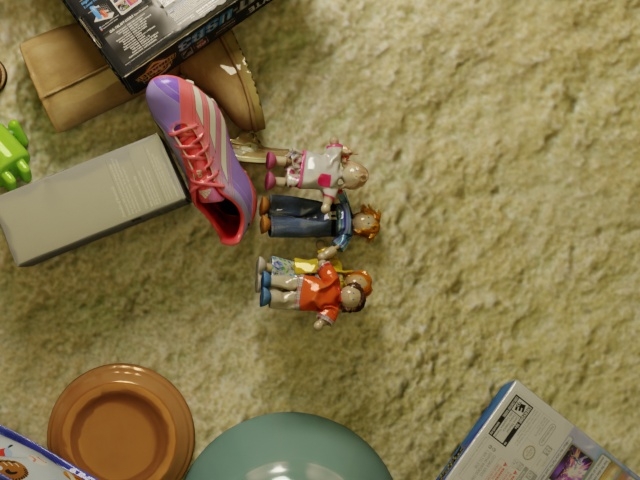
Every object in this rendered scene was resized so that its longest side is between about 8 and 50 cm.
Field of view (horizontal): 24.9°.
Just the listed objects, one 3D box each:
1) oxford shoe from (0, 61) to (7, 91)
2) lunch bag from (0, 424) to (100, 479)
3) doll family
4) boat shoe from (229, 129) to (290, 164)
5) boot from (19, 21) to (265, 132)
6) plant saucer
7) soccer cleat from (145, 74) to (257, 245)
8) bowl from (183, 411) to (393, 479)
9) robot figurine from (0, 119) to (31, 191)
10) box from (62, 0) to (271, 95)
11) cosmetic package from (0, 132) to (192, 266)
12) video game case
[{"bbox_3d":[-0.520,-0.185,1.914,0.212,0.076,0.076,-32,93,0],"label":"oxford shoe"},{"bbox_3d":[-0.444,0.416,1.839,0.385,0.239,0.328,29,93,14],"label":"lunch bag"},{"bbox_3d":[0.000,0.000,1.920,0.163,0.118,0.263,5,74,-10],"label":"doll family"},{"bbox_3d":[-0.105,-0.127,1.939,0.135,0.050,0.045,5,93,-3],"label":"boat shoe"},{"bbox_3d":[-0.231,-0.205,1.920,0.269,0.089,0.236,-23,78,-3],"label":"boot"},{"bbox_3d":[-0.269,0.266,1.941,0.200,0.037,0.200,0,91,-2],"label":"plant saucer"},{"bbox_3d":[-0.151,-0.103,1.861,0.083,0.095,0.248,-13,130,19],"label":"soccer cleat"},{"bbox_3d":[-0.039,0.387,1.888,0.311,0.163,0.311,0,90,-3],"label":"bowl"},{"bbox_3d":[-0.432,-0.117,1.915,0.101,0.067,0.115,-42,80,-16],"label":"robot figurine"},{"bbox_3d":[-0.211,-0.387,1.884,0.295,0.073,0.293,-36,73,-5],"label":"box"},{"bbox_3d":[-0.298,-0.051,1.896,0.238,0.127,0.107,-24,90,0],"label":"cosmetic package"},{"bbox_3d":[0.272,0.365,1.919,0.244,0.061,0.269,39,75,-1],"label":"video game case"}]
